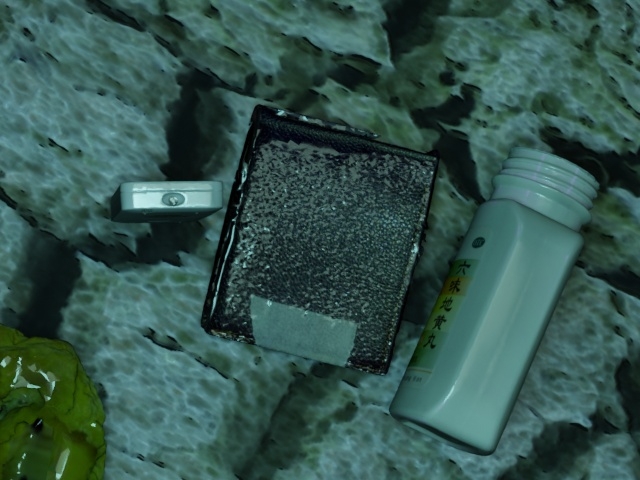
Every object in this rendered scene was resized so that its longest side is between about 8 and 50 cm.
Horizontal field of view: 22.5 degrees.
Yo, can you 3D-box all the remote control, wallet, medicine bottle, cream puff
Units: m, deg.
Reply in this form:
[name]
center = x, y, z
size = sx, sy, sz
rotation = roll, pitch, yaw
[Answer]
[remote control]
center = -0.162, -0.038, 1.655
size = 0.103, 0.250, 0.034
rotation = -1, 89, -9
[wallet]
center = 0.000, 0.000, 1.779
size = 0.221, 0.071, 0.262
rotation = 14, 85, -13
[medicine bottle]
center = 0.192, 0.064, 1.739
size = 0.124, 0.179, 0.324
rotation = 27, 81, -6
[cream puff]
center = -0.344, 0.217, 1.632
size = 0.282, 0.185, 0.281
rotation = 1, 83, -6
